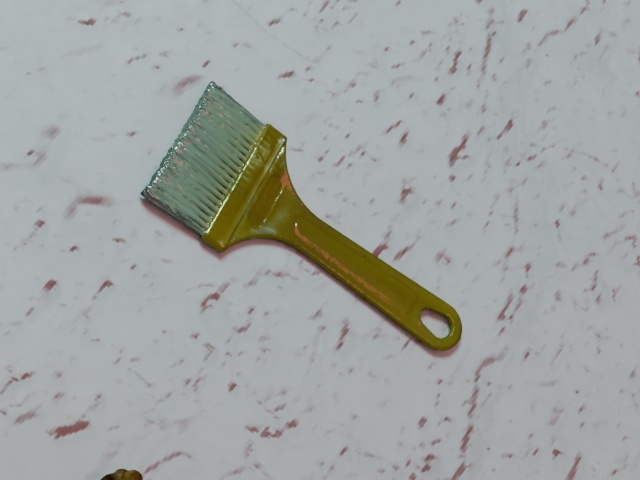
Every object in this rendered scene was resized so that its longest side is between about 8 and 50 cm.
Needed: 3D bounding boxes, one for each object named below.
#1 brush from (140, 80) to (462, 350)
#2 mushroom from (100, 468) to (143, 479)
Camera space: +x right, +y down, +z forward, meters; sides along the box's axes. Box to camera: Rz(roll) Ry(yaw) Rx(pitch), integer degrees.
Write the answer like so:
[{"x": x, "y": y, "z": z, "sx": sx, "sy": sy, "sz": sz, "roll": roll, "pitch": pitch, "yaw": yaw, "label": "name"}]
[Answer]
[{"x": 0.000, "y": 0.000, "z": 1.105, "sx": 0.205, "sy": 0.011, "sz": 0.083, "roll": 35, "pitch": 62, "yaw": -15, "label": "brush"}, {"x": -0.121, "y": 0.166, "z": 0.963, "sx": 0.088, "sy": 0.073, "sz": 0.129, "roll": 10, "pitch": 63, "yaw": 12, "label": "mushroom"}]
